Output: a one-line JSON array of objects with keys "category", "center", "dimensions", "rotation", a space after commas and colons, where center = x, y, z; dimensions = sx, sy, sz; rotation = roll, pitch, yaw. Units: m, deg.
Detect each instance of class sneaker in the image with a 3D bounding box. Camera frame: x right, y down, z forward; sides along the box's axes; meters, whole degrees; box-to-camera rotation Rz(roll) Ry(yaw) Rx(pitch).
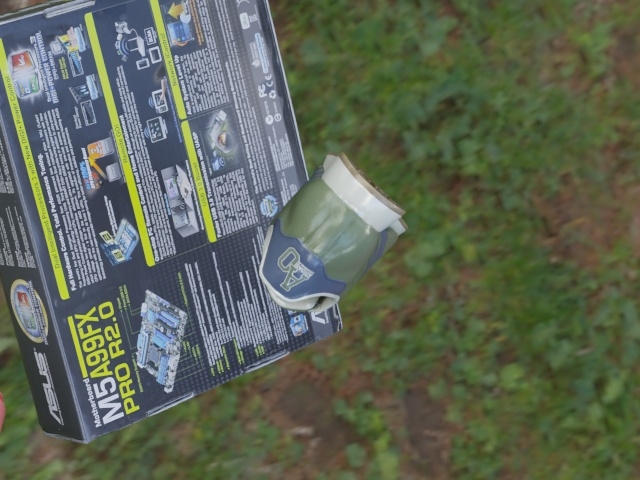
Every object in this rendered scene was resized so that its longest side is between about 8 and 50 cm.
[{"category": "sneaker", "center": [0.000, 0.000, 1.031], "dimensions": [0.064, 0.192, 0.086], "rotation": [43, 90, 2]}]

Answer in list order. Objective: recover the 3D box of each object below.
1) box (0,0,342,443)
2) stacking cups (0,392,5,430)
[{"category": "box", "center": [-0.111, -0.033, 1.184], "dimensions": [0.216, 0.060, 0.270], "rotation": [-22, 106, -34]}, {"category": "stacking cups", "center": [-0.244, 0.220, 0.996], "dimensions": [0.096, 0.096, 0.316], "rotation": [28, 50, -24]}]
